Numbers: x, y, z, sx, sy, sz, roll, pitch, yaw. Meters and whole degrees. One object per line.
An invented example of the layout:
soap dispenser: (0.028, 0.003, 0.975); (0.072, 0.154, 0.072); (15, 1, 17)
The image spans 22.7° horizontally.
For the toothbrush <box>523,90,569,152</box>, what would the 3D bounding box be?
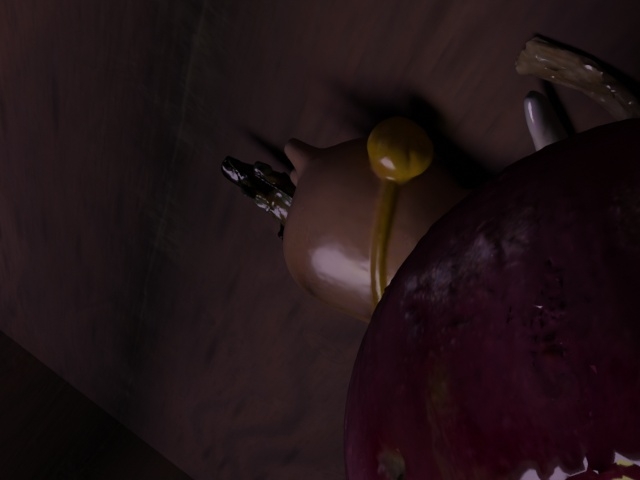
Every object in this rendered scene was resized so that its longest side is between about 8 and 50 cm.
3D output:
toothbrush: (0.182, 0.004, 1.035); (0.029, 0.025, 0.307); (15, 153, 34)

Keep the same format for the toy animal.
toy animal: (0.071, 0.012, 1.094); (0.248, 0.149, 0.165); (44, 180, 22)

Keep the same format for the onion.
onion: (0.198, 0.070, 0.776); (0.358, 0.345, 0.358); (18, 165, 5)

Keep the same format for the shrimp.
shrimp: (0.000, 0.000, 1.351); (0.217, 0.051, 0.150); (37, 170, -9)
